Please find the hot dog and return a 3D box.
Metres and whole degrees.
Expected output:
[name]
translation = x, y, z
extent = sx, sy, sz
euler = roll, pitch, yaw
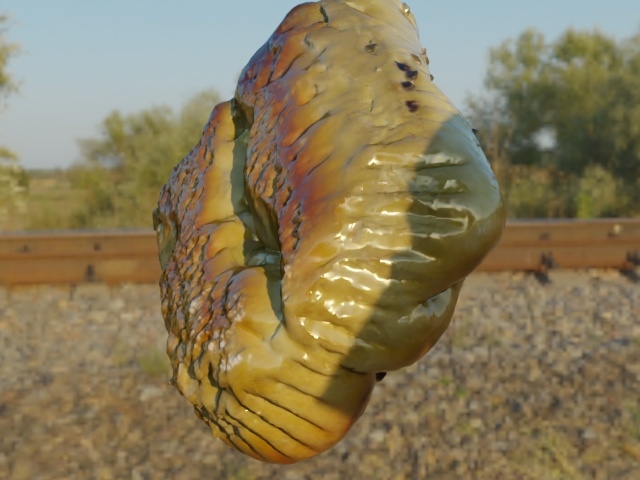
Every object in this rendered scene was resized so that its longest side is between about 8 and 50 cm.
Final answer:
[hot dog]
translation = 0.000, 0.000, 0.998
extent = 0.196, 0.367, 0.365
euler = 27, 24, -23
